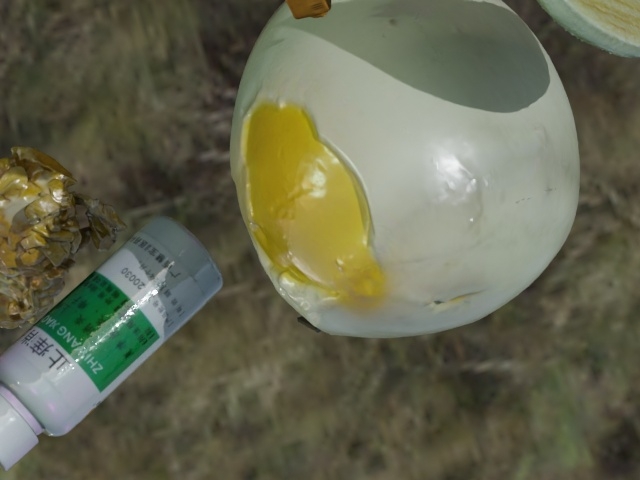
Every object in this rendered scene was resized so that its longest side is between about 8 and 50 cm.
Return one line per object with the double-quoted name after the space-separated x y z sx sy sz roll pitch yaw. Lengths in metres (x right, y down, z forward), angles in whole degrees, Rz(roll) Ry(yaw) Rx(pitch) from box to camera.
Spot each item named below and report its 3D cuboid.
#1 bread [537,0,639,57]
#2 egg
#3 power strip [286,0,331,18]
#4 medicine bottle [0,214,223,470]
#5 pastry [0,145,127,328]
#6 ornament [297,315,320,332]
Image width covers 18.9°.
0.189 -0.172 1.329 0.193 0.112 0.036 7 146 -43 "bread"
0.066 -0.083 1.574 0.283 0.345 0.283 -8 145 -6 "egg"
-0.017 -0.199 1.373 0.028 0.049 0.178 -9 161 8 "power strip"
-0.205 0.092 1.707 0.260 0.095 0.095 -45 163 -16 "medicine bottle"
-0.297 0.001 1.953 0.154 0.102 0.250 33 146 -8 "pastry"
0.009 0.001 2.310 0.081 0.203 0.088 -11 -172 -18 "ornament"
